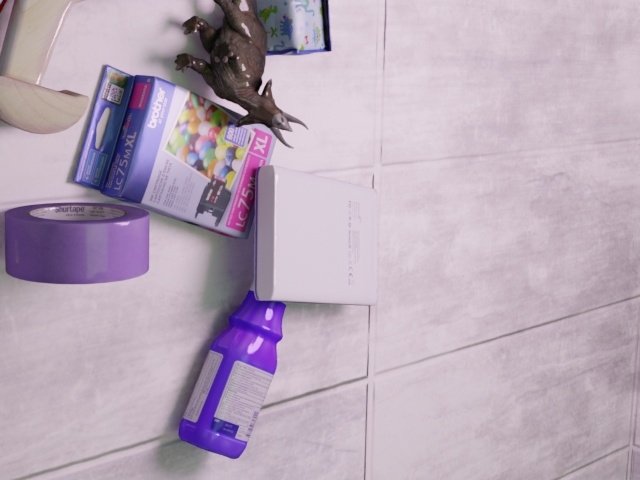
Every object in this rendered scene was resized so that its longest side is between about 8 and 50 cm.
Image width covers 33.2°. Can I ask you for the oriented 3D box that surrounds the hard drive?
[{"bbox_3d":[0.000,0.000,1.789,0.319,0.040,0.210,8,81,-57],"label":"hard drive"}]

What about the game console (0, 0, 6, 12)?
[{"bbox_3d":[-0.440,-0.379,1.361,0.124,0.085,0.144,53,58,-73],"label":"game console"}]

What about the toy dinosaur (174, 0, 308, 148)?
[{"bbox_3d":[-0.130,-0.287,1.623,0.160,0.121,0.313,34,39,-53],"label":"toy dinosaur"}]

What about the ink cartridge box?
[{"bbox_3d":[-0.209,-0.127,1.612,0.311,0.065,0.185,20,84,-43],"label":"ink cartridge box"}]

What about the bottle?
[{"bbox_3d":[-0.130,0.205,1.735,0.118,0.092,0.282,31,77,-49],"label":"bottle"}]

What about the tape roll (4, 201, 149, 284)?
[{"bbox_3d":[-0.323,0.001,1.433,0.189,0.189,0.080,-9,105,-43],"label":"tape roll"}]

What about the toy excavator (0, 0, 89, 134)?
[{"bbox_3d":[-0.260,-0.390,1.433,0.445,0.222,0.432,-16,110,-27],"label":"toy excavator"}]

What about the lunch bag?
[{"bbox_3d":[-0.029,-0.362,1.721,0.151,0.096,0.128,-19,110,-57],"label":"lunch bag"}]

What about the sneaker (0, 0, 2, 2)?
[{"bbox_3d":[-0.504,-0.273,1.247,0.208,0.127,0.319,30,95,-28],"label":"sneaker"}]
